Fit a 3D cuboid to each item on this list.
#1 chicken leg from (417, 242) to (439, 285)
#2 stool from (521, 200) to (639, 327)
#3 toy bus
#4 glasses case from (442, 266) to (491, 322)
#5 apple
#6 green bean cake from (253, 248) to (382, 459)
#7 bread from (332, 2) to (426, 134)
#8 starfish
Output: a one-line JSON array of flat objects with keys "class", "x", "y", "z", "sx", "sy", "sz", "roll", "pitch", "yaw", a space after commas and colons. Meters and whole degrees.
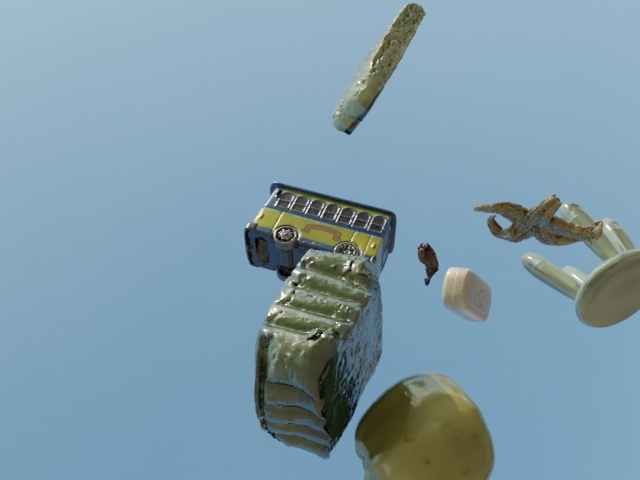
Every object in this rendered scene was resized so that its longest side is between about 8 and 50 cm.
[{"class": "chicken leg", "x": 0.207, "y": 0.044, "z": 1.327, "sx": 0.021, "sy": 0.036, "sz": 0.083, "roll": -20, "pitch": -84, "yaw": -71}, {"class": "stool", "x": 0.575, "y": 0.055, "z": 1.466, "sx": 0.195, "sy": 0.198, "sz": 0.195, "roll": 17, "pitch": -65, "yaw": -31}, {"class": "toy bus", "x": 0.000, "y": 0.000, "z": 1.469, "sx": 0.138, "sy": 0.288, "sz": 0.175, "roll": 89, "pitch": -158, "yaw": -49}, {"class": "glasses case", "x": 0.285, "y": 0.107, "z": 1.340, "sx": 0.196, "sy": 0.050, "sz": 0.083, "roll": 28, "pitch": -108, "yaw": -60}, {"class": "apple", "x": 0.143, "y": 0.276, "z": 0.950, "sx": 0.200, "sy": 0.200, "sz": 0.199, "roll": -1, "pitch": -87, "yaw": -30}, {"class": "green bean cake", "x": 0.000, "y": 0.149, "z": 0.924, "sx": 0.227, "sy": 0.125, "sz": 0.222, "roll": -64, "pitch": -22, "yaw": -44}, {"class": "bread", "x": 0.090, "y": -0.290, "z": 1.216, "sx": 0.056, "sy": 0.207, "sz": 0.286, "roll": 34, "pitch": -131, "yaw": -6}, {"class": "starfish", "x": 0.354, "y": -0.026, "z": 1.151, "sx": 0.210, "sy": 0.150, "sz": 0.053, "roll": 18, "pitch": -125, "yaw": -6}]
